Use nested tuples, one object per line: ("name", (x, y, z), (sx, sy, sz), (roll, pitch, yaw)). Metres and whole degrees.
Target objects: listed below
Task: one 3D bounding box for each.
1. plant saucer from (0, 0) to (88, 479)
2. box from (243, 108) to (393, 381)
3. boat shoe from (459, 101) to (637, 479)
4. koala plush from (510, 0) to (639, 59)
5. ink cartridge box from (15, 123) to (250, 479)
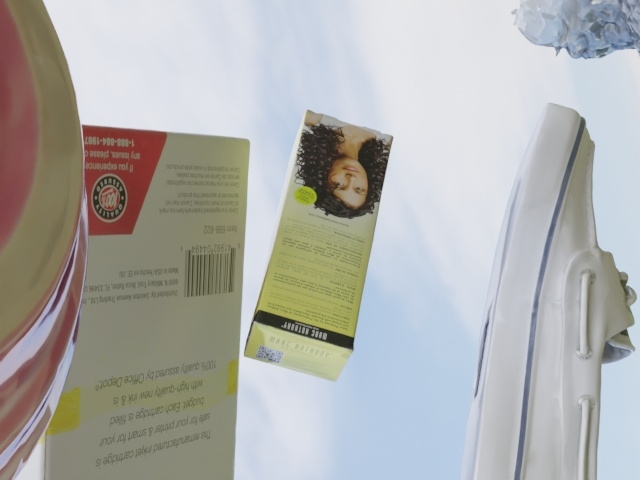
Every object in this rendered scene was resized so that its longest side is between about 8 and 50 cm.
("plant saucer", (-0.194, -0.050, 0.425), (0.332, 0.084, 0.332), (32, -139, -33))
("box", (0.000, 0.000, 1.220), (0.058, 0.087, 0.232), (115, 169, -54))
("boat shoe", (0.137, 0.048, 0.817), (0.095, 0.084, 0.258), (95, -174, -76))
("koala plush", (0.145, -0.126, 0.371), (0.203, 0.196, 0.221), (-12, -60, -50))
("ink cartridge box", (-0.199, 0.099, 1.183), (0.279, 0.160, 0.384), (-1, -86, -63))
